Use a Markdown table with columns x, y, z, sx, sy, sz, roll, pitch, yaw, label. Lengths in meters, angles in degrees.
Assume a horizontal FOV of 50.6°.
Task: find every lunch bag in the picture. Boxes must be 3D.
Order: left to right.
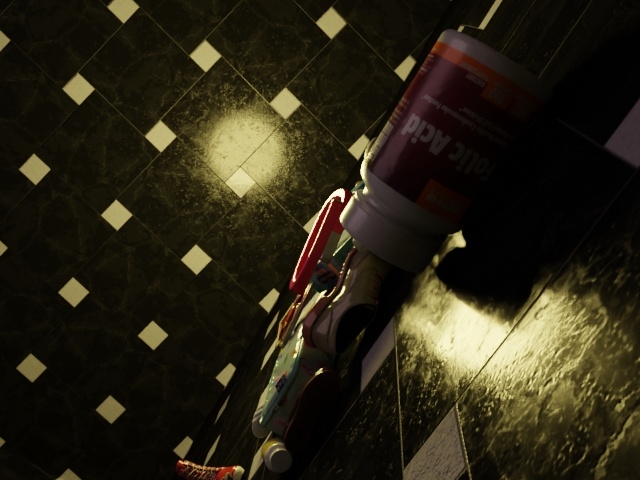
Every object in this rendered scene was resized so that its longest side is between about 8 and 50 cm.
| x | y | z | sx | sy | sz | roll | pitch | yaw | label |
| --- | --- | --- | --- | --- | --- | --- | --- | --- | --- |
| -0.059 | 0.339 | 1.662 | 0.224 | 0.108 | 0.279 | -57 | 7 | 25 | lunch bag |

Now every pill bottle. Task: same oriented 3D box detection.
| x | y | z | sx | sy | sz | roll | pitch | yaw | label |
| --- | --- | --- | --- | --- | --- | --- | --- | --- | --- |
| -0.095 | 0.478 | 1.501 | 0.065 | 0.065 | 0.116 | -61 | 5 | -12 | pill bottle |
| 0.212 | -0.153 | 1.218 | 0.392 | 0.224 | 0.224 | -59 | 6 | 16 | pill bottle |

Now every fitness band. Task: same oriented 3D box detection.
| x | y | z | sx | sy | sz | roll | pitch | yaw | label |
| --- | --- | --- | --- | --- | --- | --- | --- | --- | --- |
| 0.000 | 0.000 | 1.680 | 0.291 | 0.054 | 0.209 | -66 | 9 | -20 | fitness band |

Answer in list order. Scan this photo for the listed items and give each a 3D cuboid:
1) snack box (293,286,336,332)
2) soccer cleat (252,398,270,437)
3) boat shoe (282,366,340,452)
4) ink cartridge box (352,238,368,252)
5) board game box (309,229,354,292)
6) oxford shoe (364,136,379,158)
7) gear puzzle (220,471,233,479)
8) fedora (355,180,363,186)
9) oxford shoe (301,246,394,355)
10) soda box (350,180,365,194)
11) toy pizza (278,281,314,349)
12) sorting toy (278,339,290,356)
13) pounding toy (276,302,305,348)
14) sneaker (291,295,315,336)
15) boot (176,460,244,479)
| x | y | z | sx | sy | sz | roll | pitch | yaw | label |
| --- | --- | --- | --- | --- | --- | --- | --- | --- | --- |
| -0.019 | 0.189 | 1.937 | 0.178 | 0.022 | 0.064 | -51 | 14 | 1 | snack box |
| -0.128 | 0.461 | 1.883 | 0.196 | 0.068 | 0.076 | -58 | 9 | -9 | soccer cleat |
| -0.024 | 0.355 | 1.463 | 0.207 | 0.073 | 0.073 | -59 | 8 | 11 | boat shoe |
| 0.185 | -0.076 | 1.513 | 0.206 | 0.045 | 0.208 | -22 | 25 | 29 | ink cartridge box |
| 0.096 | 0.008 | 1.784 | 0.254 | 0.079 | 0.336 | -46 | 3 | -18 | board game box |
| 0.207 | -0.226 | 1.925 | 0.130 | 0.169 | 0.449 | -57 | 0 | 25 | oxford shoe |
| -0.289 | 0.762 | 1.833 | 0.339 | 0.044 | 0.175 | 123 | 158 | -48 | gear puzzle |
| 0.140 | -0.117 | 2.035 | 0.194 | 0.079 | 0.194 | 5 | -90 | -84 | fedora |
| 0.107 | 0.114 | 1.532 | 0.130 | 0.123 | 0.348 | 22 | 76 | 53 | oxford shoe |
| 0.116 | -0.115 | 1.776 | 0.071 | 0.067 | 0.210 | -46 | 3 | -10 | soda box |
| -0.071 | 0.201 | 1.836 | 0.201 | 0.032 | 0.201 | 25 | -90 | -89 | toy pizza |
| -0.012 | 0.240 | 1.921 | 0.307 | 0.041 | 0.229 | -48 | 13 | 15 | sorting toy |
| -0.067 | 0.275 | 2.207 | 0.130 | 0.100 | 0.141 | -56 | 18 | 38 | pounding toy |
| -0.018 | 0.245 | 2.057 | 0.192 | 0.064 | 0.086 | -54 | 22 | 13 | sneaker |
| -0.327 | 0.679 | 1.955 | 0.244 | 0.176 | 0.088 | -51 | 9 | 50 | boot |
